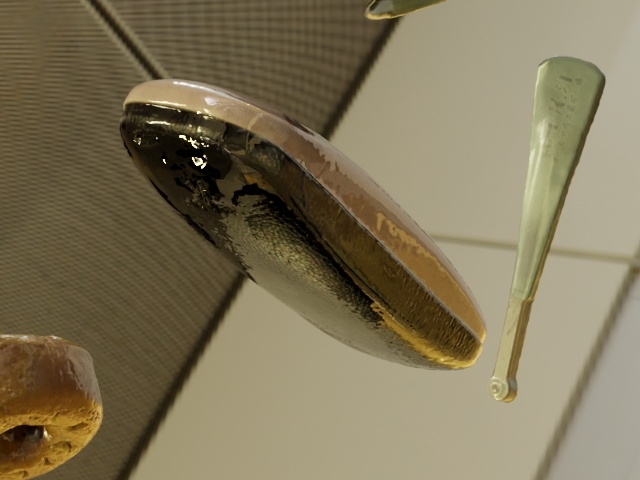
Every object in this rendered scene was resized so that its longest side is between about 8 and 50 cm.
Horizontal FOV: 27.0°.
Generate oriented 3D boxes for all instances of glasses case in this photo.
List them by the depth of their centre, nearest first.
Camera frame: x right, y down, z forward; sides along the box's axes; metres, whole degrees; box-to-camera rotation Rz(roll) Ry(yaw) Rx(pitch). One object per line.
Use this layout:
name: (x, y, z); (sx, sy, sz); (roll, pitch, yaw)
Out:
glasses case: (0.000, 0.000, 0.790); (0.314, 0.122, 0.075); (41, -112, -48)

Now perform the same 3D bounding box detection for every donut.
donut: (-0.363, 0.194, 1.544); (0.227, 0.226, 0.113); (17, -139, -48)

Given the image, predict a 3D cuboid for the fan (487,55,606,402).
fan: (0.169, -0.007, 1.064); (0.023, 0.057, 0.282); (-2, -73, -62)

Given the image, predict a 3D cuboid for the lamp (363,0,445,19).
lamp: (0.059, -0.292, 0.937); (0.172, 0.147, 0.227); (-22, -94, -19)
